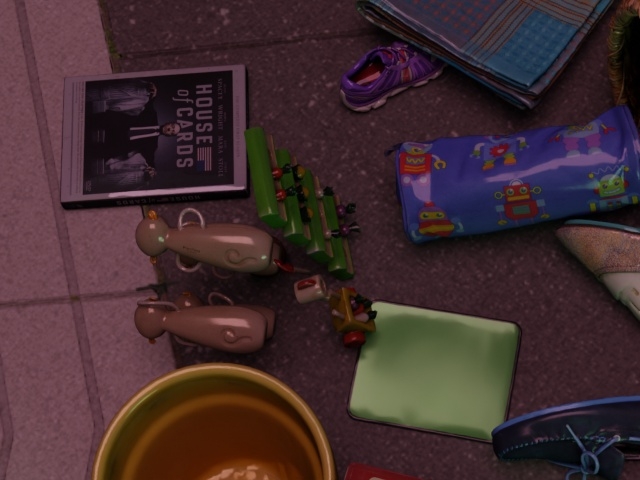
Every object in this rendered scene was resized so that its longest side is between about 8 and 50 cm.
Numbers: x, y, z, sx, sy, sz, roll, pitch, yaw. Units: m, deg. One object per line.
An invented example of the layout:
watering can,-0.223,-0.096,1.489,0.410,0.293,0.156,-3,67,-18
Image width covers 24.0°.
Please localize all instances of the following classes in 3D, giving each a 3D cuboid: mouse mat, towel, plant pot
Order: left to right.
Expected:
plant pot,-0.097,0.285,1.627,0.254,0.239,0.254,-2,68,6
mouse mat,0.134,0.153,1.779,0.189,0.007,0.153,9,70,11
towel,0.250,-0.359,1.920,0.271,0.040,0.370,32,65,16

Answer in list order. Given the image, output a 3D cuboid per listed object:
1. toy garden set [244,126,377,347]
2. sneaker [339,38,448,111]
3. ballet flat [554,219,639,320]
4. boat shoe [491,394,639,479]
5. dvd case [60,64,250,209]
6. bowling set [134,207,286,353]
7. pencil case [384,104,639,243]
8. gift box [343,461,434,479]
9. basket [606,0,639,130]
toy garden set,0.000,0.000,1.723,0.049,0.244,0.204,-18,66,17
sneaker,0.099,-0.224,1.897,0.170,0.071,0.068,-35,69,-9
ballet flat,0.421,0.051,1.737,0.316,0.107,0.106,10,77,12
boat shoe,0.322,0.224,1.677,0.258,0.109,0.089,-9,71,5
dvd case,-0.210,-0.132,1.918,0.238,0.029,0.179,-4,69,5
bowling set,-0.129,0.065,1.776,0.154,0.287,0.200,8,26,4
pencil case,0.235,-0.079,1.781,0.306,0.119,0.133,-9,36,12
gift box,0.125,0.381,1.556,0.255,0.258,0.276,17,62,13
basket,0.410,-0.173,1.717,0.213,0.299,0.223,30,74,17
